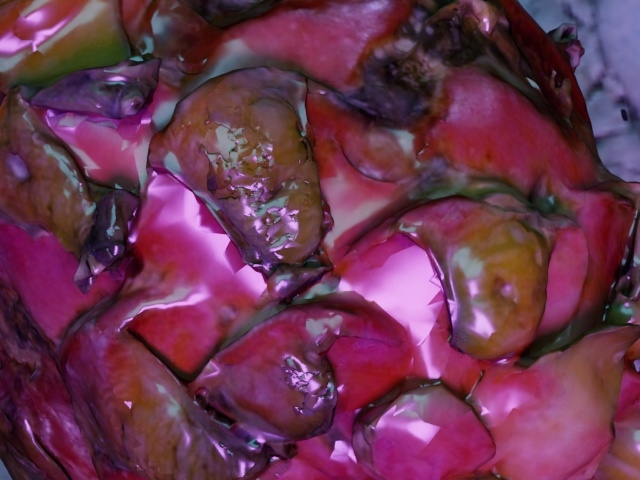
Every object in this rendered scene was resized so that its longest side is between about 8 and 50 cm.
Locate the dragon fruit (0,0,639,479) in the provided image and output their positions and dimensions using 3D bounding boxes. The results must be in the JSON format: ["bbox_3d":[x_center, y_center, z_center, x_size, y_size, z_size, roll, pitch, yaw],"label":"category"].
[{"bbox_3d":[0.000,0.000,0.644,0.291,0.250,0.269,36,56,26],"label":"dragon fruit"}]
